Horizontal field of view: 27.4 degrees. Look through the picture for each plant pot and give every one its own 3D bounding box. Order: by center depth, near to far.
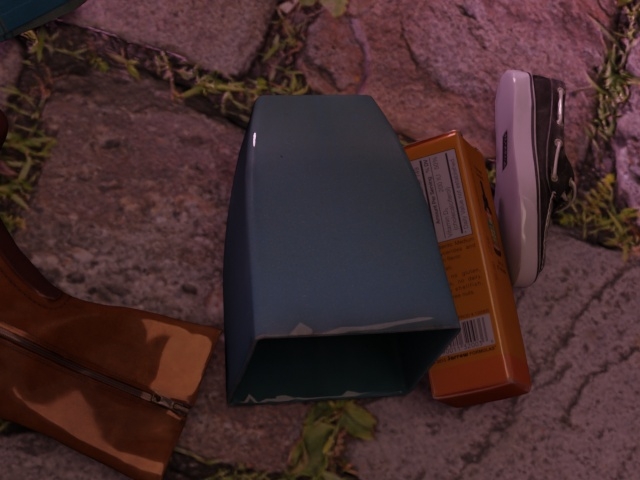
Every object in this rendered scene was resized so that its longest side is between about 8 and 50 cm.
[{"bbox_3d":[0.000,0.000,1.121,0.165,0.166,0.234,-2,66,-14],"label":"plant pot"}]

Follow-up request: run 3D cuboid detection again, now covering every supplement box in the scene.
[{"bbox_3d":[0.123,0.026,1.173,0.080,0.078,0.234,-14,72,20],"label":"supplement box"}]

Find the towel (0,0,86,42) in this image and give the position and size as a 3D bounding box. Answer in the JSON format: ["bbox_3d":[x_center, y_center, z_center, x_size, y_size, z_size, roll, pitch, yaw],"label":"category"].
[{"bbox_3d":[-0.364,-0.313,1.079,0.271,0.040,0.370,-30,124,-19],"label":"towel"}]

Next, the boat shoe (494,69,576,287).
[{"bbox_3d":[0.205,-0.059,1.230,0.070,0.078,0.219,7,69,-9],"label":"boat shoe"}]

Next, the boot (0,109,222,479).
[{"bbox_3d":[-0.215,0.039,1.092,0.280,0.096,0.264,19,69,-7],"label":"boot"}]
